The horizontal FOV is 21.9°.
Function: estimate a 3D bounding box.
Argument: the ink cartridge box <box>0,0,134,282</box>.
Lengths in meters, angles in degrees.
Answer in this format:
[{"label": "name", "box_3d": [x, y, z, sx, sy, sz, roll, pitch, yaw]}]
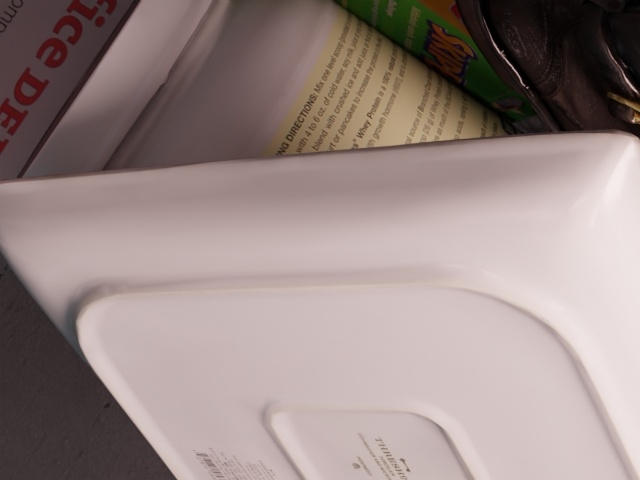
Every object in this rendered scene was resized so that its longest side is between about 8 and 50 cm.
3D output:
[{"label": "ink cartridge box", "box_3d": [-0.309, -0.183, 1.080, 0.395, 0.285, 0.166, 33, 172, -6]}]

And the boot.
[{"label": "boot", "box_3d": [0.170, -0.035, 0.690, 0.263, 0.091, 0.229, 39, -176, -25]}]

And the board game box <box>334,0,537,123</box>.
[{"label": "board game box", "box_3d": [0.021, -0.150, 0.924, 0.259, 0.039, 0.124, 36, 171, -9]}]

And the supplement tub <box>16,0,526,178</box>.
[{"label": "supplement tub", "box_3d": [0.000, 0.000, 0.946, 0.325, 0.235, 0.235, 34, 171, -11]}]

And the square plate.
[{"label": "square plate", "box_3d": [0.039, 0.096, 0.803, 0.344, 0.049, 0.347, -3, 134, 31]}]
